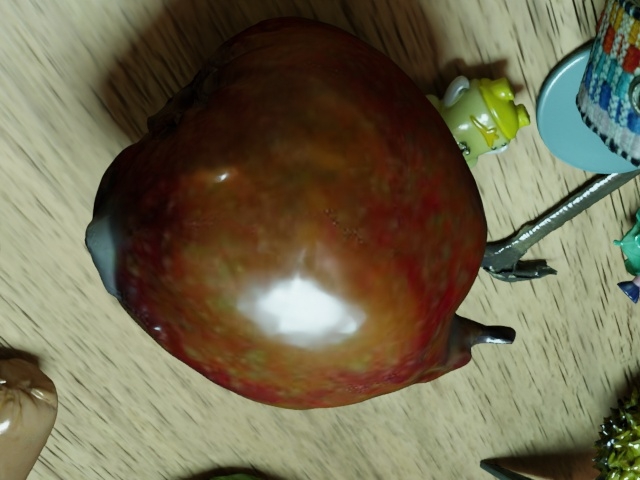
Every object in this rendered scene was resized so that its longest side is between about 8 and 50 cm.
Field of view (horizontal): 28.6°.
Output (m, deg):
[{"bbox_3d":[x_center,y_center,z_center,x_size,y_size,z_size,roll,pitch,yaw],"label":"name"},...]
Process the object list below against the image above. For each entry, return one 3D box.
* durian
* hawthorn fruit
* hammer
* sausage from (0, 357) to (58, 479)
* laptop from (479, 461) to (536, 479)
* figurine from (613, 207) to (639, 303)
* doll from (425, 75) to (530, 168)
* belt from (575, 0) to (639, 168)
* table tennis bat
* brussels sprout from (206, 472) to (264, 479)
[{"bbox_3d":[0.474,0.279,1.594,0.258,0.258,0.293,-25,156,14],"label":"durian"},{"bbox_3d":[-0.019,-0.012,1.038,0.308,0.308,0.325,-21,126,9],"label":"hawthorn fruit"},{"bbox_3d":[0.285,-0.049,1.301,0.125,0.027,0.297,26,126,-38],"label":"hammer"},{"bbox_3d":[-0.377,0.238,1.372,0.121,0.121,0.304,10,137,-27],"label":"sausage"},{"bbox_3d":[0.348,0.361,1.653,0.187,0.269,0.015,24,89,-28],"label":"laptop"},{"bbox_3d":[0.410,0.001,1.340,0.194,0.102,0.111,-2,137,-13],"label":"figurine"},{"bbox_3d":[0.112,-0.094,1.164,0.162,0.062,0.106,-27,135,17],"label":"doll"},{"bbox_3d":[0.369,-0.141,1.030,0.294,0.207,0.161,16,123,12],"label":"belt"},{"bbox_3d":[0.320,-0.111,1.203,0.244,0.040,0.153,21,127,-20],"label":"table tennis bat"},{"bbox_3d":[-0.115,0.412,1.603,0.244,0.244,0.244,-9,141,-7],"label":"brussels sprout"}]
